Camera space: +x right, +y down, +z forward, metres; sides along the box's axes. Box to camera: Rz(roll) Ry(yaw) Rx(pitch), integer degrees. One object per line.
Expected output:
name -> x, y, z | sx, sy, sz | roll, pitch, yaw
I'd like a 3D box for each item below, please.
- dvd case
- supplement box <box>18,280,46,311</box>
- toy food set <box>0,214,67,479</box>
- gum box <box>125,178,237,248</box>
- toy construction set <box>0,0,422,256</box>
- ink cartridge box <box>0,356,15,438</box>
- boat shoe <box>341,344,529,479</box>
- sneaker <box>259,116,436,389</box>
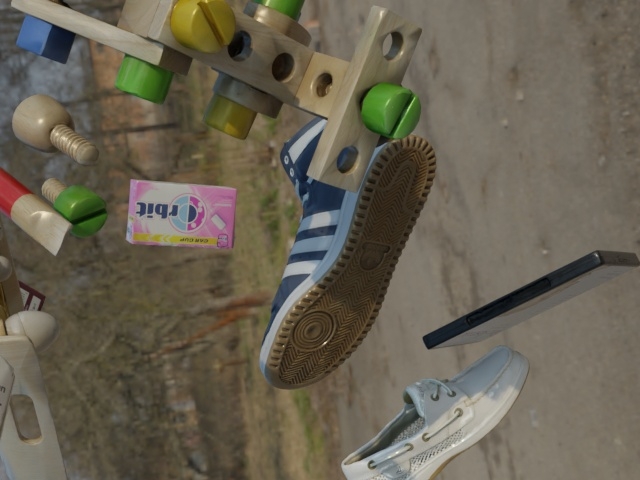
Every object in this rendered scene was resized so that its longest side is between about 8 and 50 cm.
dvd case -> 0.273, 0.078, 1.181 | 0.180, 0.253, 0.022 | 3, -119, -58
supplement box -> -0.495, 0.151, 1.345 | 0.188, 0.080, 0.104 | -45, 24, 23
toy food set -> -0.341, 0.094, 1.020 | 0.306, 0.092, 0.220 | -123, 26, -47
gum box -> -0.237, -0.045, 1.599 | 0.062, 0.188, 0.107 | -161, 75, -67
toy construction set -> -0.078, -0.103, 0.629 | 0.237, 0.309, 0.257 | 33, 166, 38
ink cartridge box -> -0.344, 0.118, 0.580 | 0.172, 0.237, 0.100 | 42, -143, -42
boat shoe -> 0.143, 0.218, 1.147 | 0.096, 0.277, 0.098 | 50, 169, -12
sneaker -> 0.000, 0.000, 0.920 | 0.153, 0.099, 0.282 | 42, 110, 50
